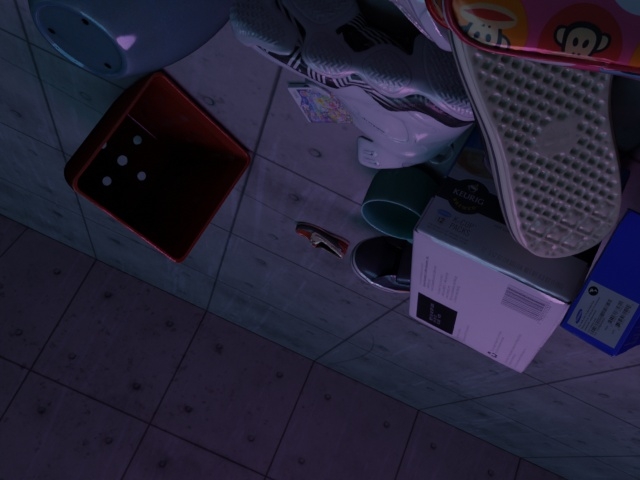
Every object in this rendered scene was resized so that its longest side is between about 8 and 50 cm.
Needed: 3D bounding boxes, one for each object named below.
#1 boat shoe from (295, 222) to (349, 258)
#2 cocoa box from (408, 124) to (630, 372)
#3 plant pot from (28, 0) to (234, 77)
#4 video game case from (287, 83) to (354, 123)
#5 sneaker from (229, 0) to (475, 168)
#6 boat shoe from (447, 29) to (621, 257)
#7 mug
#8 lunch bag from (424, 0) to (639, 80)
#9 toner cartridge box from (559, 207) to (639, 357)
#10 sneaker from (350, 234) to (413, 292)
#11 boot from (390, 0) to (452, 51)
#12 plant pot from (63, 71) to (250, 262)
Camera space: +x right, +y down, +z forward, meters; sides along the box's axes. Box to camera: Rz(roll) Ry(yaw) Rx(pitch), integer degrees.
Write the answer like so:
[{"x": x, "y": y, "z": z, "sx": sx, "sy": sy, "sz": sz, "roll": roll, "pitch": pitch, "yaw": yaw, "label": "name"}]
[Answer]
[{"x": 0.000, "y": 0.000, "z": 1.539, "sx": 0.137, "sy": 0.043, "sz": 0.049, "roll": 23, "pitch": 159, "yaw": 5, "label": "boat shoe"}, {"x": 0.291, "y": 0.019, "z": 1.024, "sx": 0.232, "sy": 0.228, "sz": 0.347, "roll": 27, "pitch": 159, "yaw": 18, "label": "cocoa box"}, {"x": -0.271, "y": -0.335, "z": 0.868, "sx": 0.290, "sy": 0.195, "sz": 0.290, "roll": 20, "pitch": 157, "yaw": 9, "label": "plant pot"}, {"x": 0.014, "y": -0.225, "z": 1.068, "sx": 0.122, "sy": 0.011, "sz": 0.087, "roll": 9, "pitch": 153, "yaw": 33, "label": "video game case"}, {"x": 0.046, "y": -0.212, "z": 0.898, "sx": 0.366, "sy": 0.137, "sz": 0.210, "roll": 20, "pitch": 155, "yaw": 2, "label": "sneaker"}, {"x": 0.229, "y": -0.204, "z": 0.687, "sx": 0.187, "sy": 0.156, "sz": 0.500, "roll": -15, "pitch": 129, "yaw": 9, "label": "boat shoe"}, {"x": 0.147, "y": -0.070, "z": 1.168, "sx": 0.130, "sy": 0.097, "sz": 0.157, "roll": 21, "pitch": 158, "yaw": 5, "label": "mug"}, {"x": 0.240, "y": -0.256, "z": 0.482, "sx": 0.293, "sy": 0.120, "sz": 0.258, "roll": 11, "pitch": 114, "yaw": -6, "label": "lunch bag"}, {"x": 0.437, "y": 0.063, "z": 0.894, "sx": 0.075, "sy": 0.165, "sz": 0.348, "roll": 34, "pitch": -168, "yaw": 30, "label": "toner cartridge box"}, {"x": 0.226, "y": 0.057, "z": 1.340, "sx": 0.321, "sy": 0.126, "sz": 0.127, "roll": 15, "pitch": 163, "yaw": -6, "label": "sneaker"}, {"x": 0.073, "y": -0.317, "z": 0.728, "sx": 0.123, "sy": 0.095, "sz": 0.258, "roll": 7, "pitch": 145, "yaw": 49, "label": "boot"}, {"x": -0.355, "y": -0.151, "z": 1.310, "sx": 0.236, "sy": 0.267, "sz": 0.267, "roll": 16, "pitch": 159, "yaw": 50, "label": "plant pot"}]
